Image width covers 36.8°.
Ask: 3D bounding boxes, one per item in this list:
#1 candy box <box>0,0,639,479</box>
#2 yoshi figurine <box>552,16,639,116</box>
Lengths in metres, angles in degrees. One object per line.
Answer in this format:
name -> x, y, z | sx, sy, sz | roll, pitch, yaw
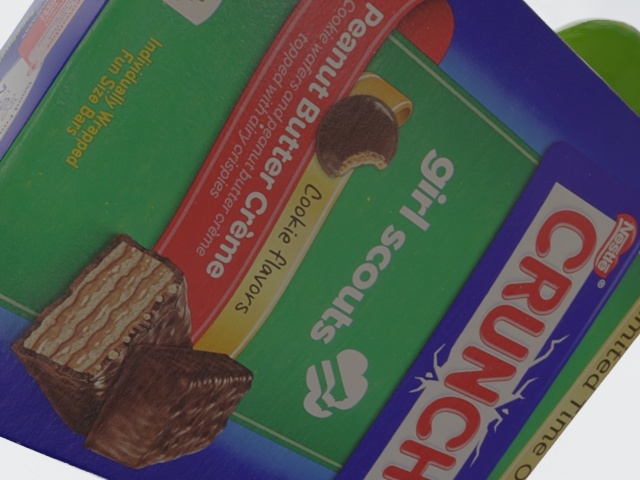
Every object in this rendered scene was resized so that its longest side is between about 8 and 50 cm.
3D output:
candy box -> 0.000, 0.000, 0.457 | 0.317, 0.122, 0.268 | 33, -86, -32
yoshi figurine -> 0.295, -0.146, 0.787 | 0.362, 0.203, 0.204 | -36, -36, -29
